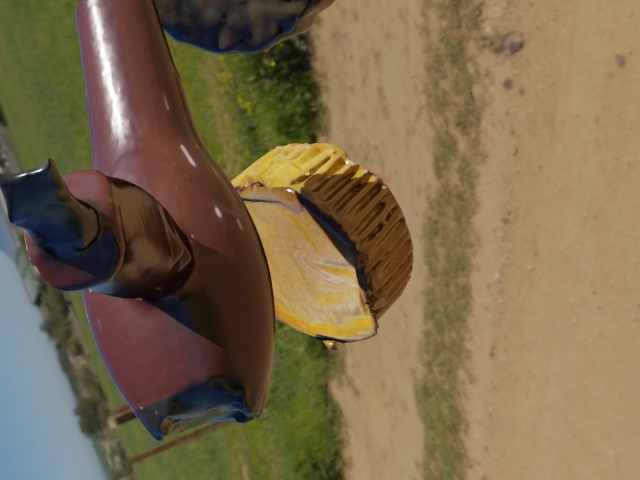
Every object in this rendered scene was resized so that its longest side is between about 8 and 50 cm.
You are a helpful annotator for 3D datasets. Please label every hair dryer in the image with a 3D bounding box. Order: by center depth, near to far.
[{"bbox_3d":[-0.111,-0.041,0.465,0.340,0.123,0.313,84,171,-81],"label":"hair dryer"}]

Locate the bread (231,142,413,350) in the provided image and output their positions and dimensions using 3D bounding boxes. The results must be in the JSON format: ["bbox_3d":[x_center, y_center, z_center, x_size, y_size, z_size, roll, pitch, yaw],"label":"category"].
[{"bbox_3d":[-0.001,0.000,0.821,0.199,0.104,0.199,26,140,24],"label":"bread"}]

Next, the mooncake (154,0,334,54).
[{"bbox_3d":[-0.103,-0.353,0.938,0.161,0.290,0.291,-80,-9,-48],"label":"mooncake"}]
